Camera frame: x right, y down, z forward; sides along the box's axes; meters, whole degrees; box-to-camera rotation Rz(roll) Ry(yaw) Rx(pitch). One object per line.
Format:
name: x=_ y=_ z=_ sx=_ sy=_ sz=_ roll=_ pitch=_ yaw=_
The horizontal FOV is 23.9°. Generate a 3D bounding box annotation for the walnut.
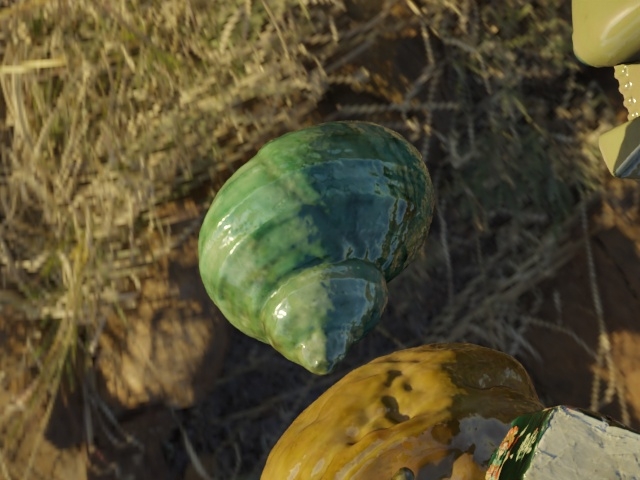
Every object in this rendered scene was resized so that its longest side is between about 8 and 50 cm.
walnut: x=0.096 y=0.270 z=1.512 sx=0.344 sy=0.306 sz=0.306 roll=-33 pitch=118 yaw=-11

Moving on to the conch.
conch: x=0.004 y=-0.001 z=0.988 sx=0.122 sy=0.188 sz=0.176 roll=20 pitch=147 yaw=23

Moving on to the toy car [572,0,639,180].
toy car: x=0.351 y=-0.185 z=1.084 sx=0.242 sy=0.336 sz=0.226 roll=4 pitch=76 yaw=-29

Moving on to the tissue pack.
tissue pack: x=0.201 y=0.184 z=1.210 sx=0.103 sy=0.170 sz=0.090 roll=25 pitch=78 yaw=0

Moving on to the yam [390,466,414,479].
yam: x=0.016 y=0.159 z=0.756 sx=0.014 sy=0.014 sz=0.107 roll=31 pitch=90 yaw=-23
